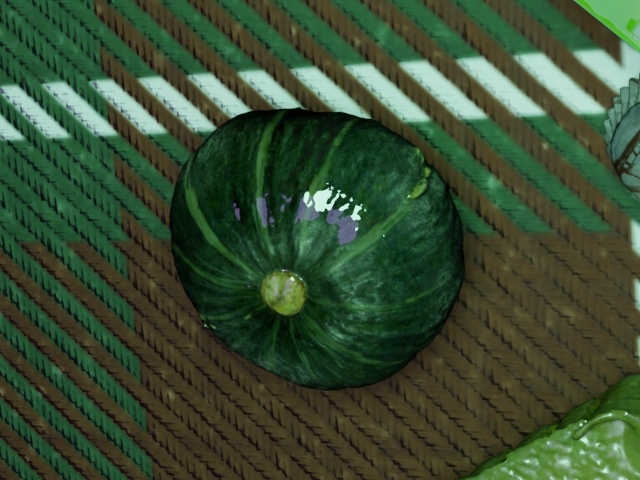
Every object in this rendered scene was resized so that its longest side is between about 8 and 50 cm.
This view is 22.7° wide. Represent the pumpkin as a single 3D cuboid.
[{"bbox_3d":[-0.002,0.002,1.107,0.211,0.152,0.212,6,121,10],"label":"pumpkin"}]

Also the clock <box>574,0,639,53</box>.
[{"bbox_3d":[0.269,-0.179,0.883,0.235,0.166,0.309,-54,51,23],"label":"clock"}]

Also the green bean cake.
[{"bbox_3d":[0.196,0.234,1.102,0.236,0.124,0.233,-34,89,24],"label":"green bean cake"}]

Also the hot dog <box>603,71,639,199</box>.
[{"bbox_3d":[0.294,-0.024,1.034,0.252,0.069,0.131,37,122,12],"label":"hot dog"}]
